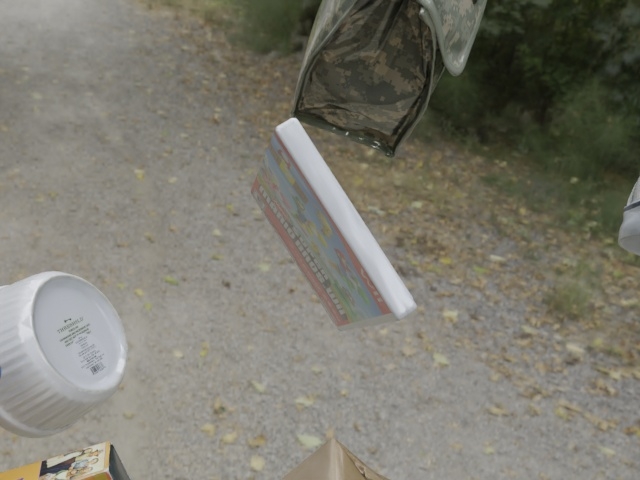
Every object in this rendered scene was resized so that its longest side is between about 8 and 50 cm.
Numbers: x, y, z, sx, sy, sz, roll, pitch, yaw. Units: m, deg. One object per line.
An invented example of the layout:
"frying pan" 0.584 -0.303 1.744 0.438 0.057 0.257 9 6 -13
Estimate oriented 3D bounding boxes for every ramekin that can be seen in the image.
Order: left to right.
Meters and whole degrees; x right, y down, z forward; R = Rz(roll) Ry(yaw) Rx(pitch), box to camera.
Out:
"ramekin" -0.344 0.137 1.063 0.109 0.207 0.207 -27 15 22

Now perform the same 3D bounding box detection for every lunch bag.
"lunch bag" 0.092 -0.269 0.903 0.169 0.287 0.235 21 66 -4

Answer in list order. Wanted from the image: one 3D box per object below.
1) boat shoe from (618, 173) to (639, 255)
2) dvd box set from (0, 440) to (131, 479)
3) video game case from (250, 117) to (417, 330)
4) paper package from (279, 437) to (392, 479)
"boat shoe" 0.386 -0.072 0.629 0.136 0.156 0.367 18 -11 -16
"dvd box set" -0.413 0.431 1.038 0.420 0.307 0.062 -17 32 -2
"video game case" 0.000 0.000 0.861 0.025 0.204 0.285 -32 -2 -13
"paper package" -0.030 0.431 0.873 0.168 0.325 0.309 35 27 -22
